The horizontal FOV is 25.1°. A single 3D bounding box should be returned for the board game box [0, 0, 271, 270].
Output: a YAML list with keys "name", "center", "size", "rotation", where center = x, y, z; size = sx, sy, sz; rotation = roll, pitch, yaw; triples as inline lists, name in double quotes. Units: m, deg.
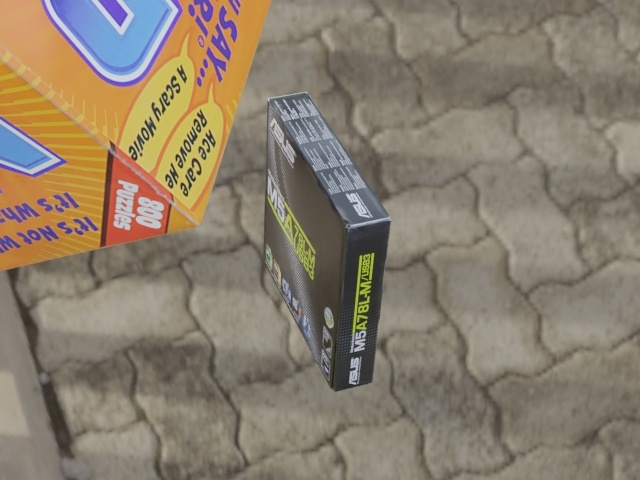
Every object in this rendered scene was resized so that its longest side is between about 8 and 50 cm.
- name: "board game box"
  center: [-0.267, -0.218, 0.885]
  size: [0.357, 0.356, 0.356]
  rotation: [-12, 51, 37]

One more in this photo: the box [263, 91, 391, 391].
- name: "box"
  center: [0.000, 0.000, 1.231]
  size: [0.045, 0.184, 0.190]
  rotation: [-13, 43, -16]
